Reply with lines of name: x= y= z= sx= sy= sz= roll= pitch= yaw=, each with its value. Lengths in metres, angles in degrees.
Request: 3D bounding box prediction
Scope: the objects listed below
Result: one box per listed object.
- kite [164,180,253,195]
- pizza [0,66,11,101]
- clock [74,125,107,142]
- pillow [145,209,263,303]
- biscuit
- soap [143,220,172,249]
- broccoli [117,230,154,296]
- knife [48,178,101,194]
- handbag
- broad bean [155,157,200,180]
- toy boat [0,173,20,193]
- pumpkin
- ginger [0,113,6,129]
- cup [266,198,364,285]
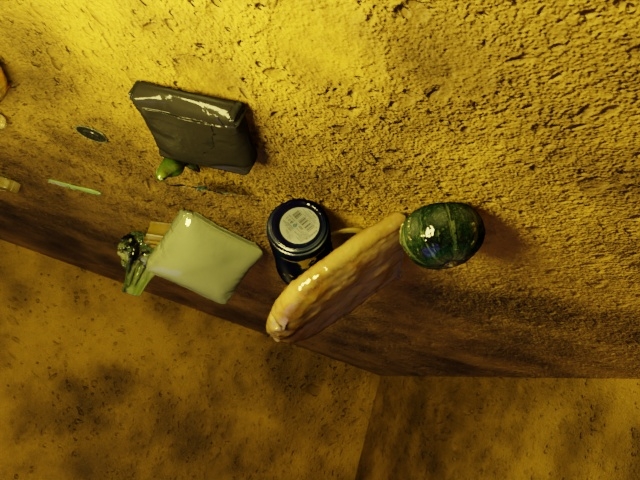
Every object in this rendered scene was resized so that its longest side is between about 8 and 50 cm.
kite: x=-0.296 y=-0.128 z=1.476 sx=0.170 sy=0.015 sz=0.310 roll=9 pitch=-177 yaw=16
pizza: x=-0.822 y=-0.375 z=1.304 sx=0.336 sy=0.086 sz=0.226 roll=-4 pitch=148 yaw=42
clock: x=-0.587 y=-0.272 z=1.502 sx=0.083 sy=0.010 sz=0.074 roll=15 pitch=161 yaw=5
pillow: x=-0.379 y=0.057 z=1.940 sx=0.322 sy=0.255 sz=0.120 roll=29 pitch=-167 yaw=-33
biscuit: x=0.047 y=0.124 z=1.583 sx=0.104 sy=0.446 sz=0.429 roll=54 pitch=177 yaw=19
soap: x=-0.510 y=0.000 z=2.090 sx=0.258 sy=0.080 sz=0.160 roll=9 pitch=157 yaw=21
broccoli: x=-0.690 y=0.086 z=2.230 sx=0.263 sy=0.243 sz=0.247 roll=20 pitch=180 yaw=13
knife: x=-0.823 y=-0.177 z=1.966 sx=0.207 sy=0.014 sz=0.030 roll=15 pitch=161 yaw=11
handbag: x=-0.263 y=-0.230 z=1.238 sx=0.247 sy=0.080 sz=0.223 roll=14 pitch=160 yaw=10
broad bean: x=-0.336 y=-0.181 z=1.388 sx=0.046 sy=0.061 sz=0.195 roll=-25 pitch=-175 yaw=17
toy boat: x=-1.182 y=-0.221 z=2.078 sx=0.226 sy=0.068 sz=0.088 roll=19 pitch=166 yaw=-14
pumpkin: x=0.267 y=-0.011 z=1.297 sx=0.191 sy=0.146 sz=0.190 roll=-9 pitch=147 yaw=-6
ginger: x=-0.921 y=-0.320 z=1.587 sx=0.214 sy=0.058 sz=0.133 roll=11 pitch=152 yaw=14
cup: x=-0.017 y=-0.013 z=1.595 sx=0.178 sy=0.255 sz=0.256 roll=51 pitch=168 yaw=20
